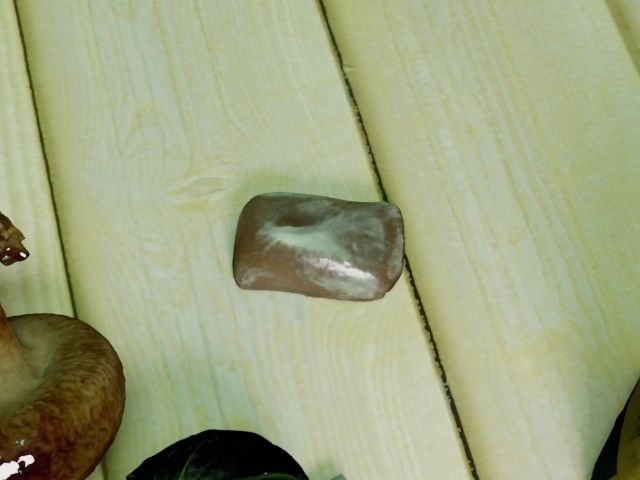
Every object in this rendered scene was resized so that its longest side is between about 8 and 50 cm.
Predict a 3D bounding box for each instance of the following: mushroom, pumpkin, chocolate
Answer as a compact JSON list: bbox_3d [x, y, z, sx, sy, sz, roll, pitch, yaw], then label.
[{"bbox_3d":[-0.404,0.162,1.191,0.331,0.356,0.334,10,22,-26],"label":"mushroom"},{"bbox_3d":[-0.118,0.383,1.170,0.295,0.296,0.296,1,67,-2],"label":"pumpkin"},{"bbox_3d":[0.000,-0.002,1.399,0.254,0.080,0.157,6,67,0],"label":"chocolate"}]

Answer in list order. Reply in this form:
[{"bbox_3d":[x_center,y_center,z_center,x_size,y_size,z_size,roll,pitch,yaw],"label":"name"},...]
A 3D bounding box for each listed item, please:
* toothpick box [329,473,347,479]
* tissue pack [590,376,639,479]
[{"bbox_3d":[0.005,0.350,1.267,0.083,0.052,0.052,-30,72,-15],"label":"toothpick box"},{"bbox_3d":[0.517,0.231,1.142,0.253,0.416,0.264,28,69,9],"label":"tissue pack"}]
